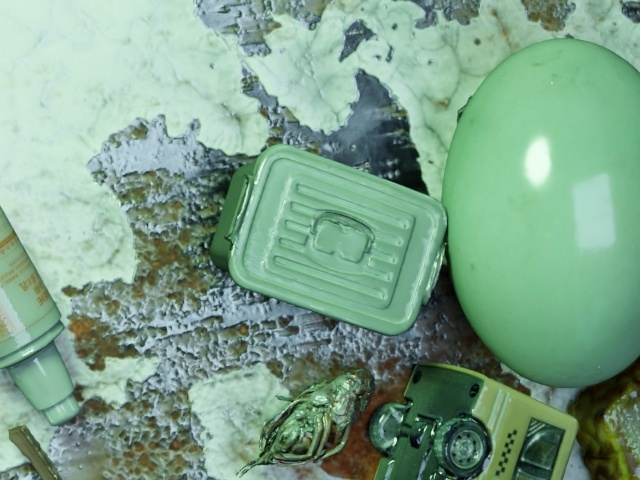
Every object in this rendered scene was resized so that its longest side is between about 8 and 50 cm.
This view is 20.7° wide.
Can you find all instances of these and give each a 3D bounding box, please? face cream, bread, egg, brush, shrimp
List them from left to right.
[{"bbox_3d":[-0.321,0.083,1.818,0.101,0.101,0.252,-32,103,-17],"label":"face cream"},{"bbox_3d":[-0.247,0.324,1.871,0.301,0.084,0.071,60,31,-8],"label":"brush"},{"bbox_3d":[-0.016,0.208,1.961,0.190,0.075,0.073,-31,136,-7],"label":"shrimp"},{"bbox_3d":[0.271,-0.029,1.946,0.276,0.276,0.389,-5,98,-21],"label":"egg"},{"bbox_3d":[0.407,0.243,2.111,0.181,0.096,0.222,-33,103,-19],"label":"bread"}]

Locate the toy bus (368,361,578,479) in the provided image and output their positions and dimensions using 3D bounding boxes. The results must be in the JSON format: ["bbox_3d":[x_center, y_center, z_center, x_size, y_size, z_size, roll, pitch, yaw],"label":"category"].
[{"bbox_3d":[0.144,0.334,1.971,0.201,0.177,0.365,23,83,-26],"label":"toy bus"}]

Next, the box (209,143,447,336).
[{"bbox_3d":[0.000,0.000,1.920,0.243,0.135,0.163,18,85,-20],"label":"box"}]
